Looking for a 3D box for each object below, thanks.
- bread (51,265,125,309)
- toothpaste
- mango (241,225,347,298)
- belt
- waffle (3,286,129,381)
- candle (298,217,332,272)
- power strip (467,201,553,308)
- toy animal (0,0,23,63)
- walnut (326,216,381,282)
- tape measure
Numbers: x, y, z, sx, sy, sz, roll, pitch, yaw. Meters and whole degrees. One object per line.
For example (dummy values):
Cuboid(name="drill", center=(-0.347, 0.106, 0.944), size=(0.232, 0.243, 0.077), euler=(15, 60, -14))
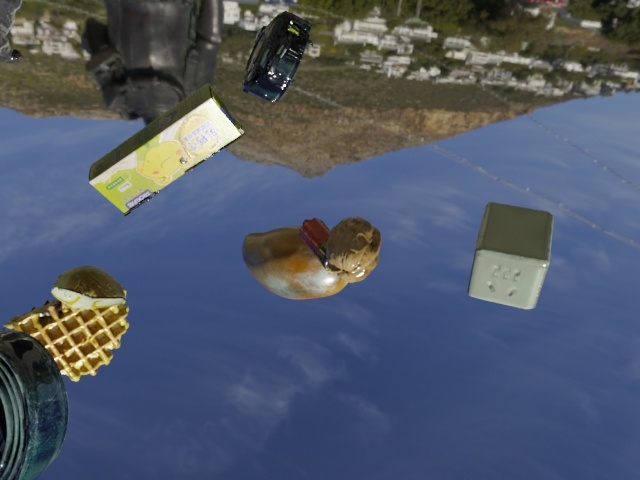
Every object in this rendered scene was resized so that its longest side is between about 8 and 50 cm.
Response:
Cuboid(name="bread", center=(-0.528, 0.103, 1.211), size=(0.083, 0.094, 0.157), euler=(-25, 163, 40))
Cuboid(name="toothpaste", center=(-0.327, -0.188, 1.129), size=(0.327, 0.110, 0.077), euler=(-32, -141, 9))
Cuboid(name="mango", center=(-0.082, 0.057, 1.506), size=(0.383, 0.221, 0.199), euler=(13, -115, 37))
Cuboid(name="belt", center=(-0.478, 0.241, 0.779), size=(0.206, 0.268, 0.116), euler=(4, -179, 10))
Cuboid(name="waffle", center=(-0.623, 0.220, 1.331), size=(0.283, 0.310, 0.065), euler=(18, 180, -34))
Cuboid(name="candle", center=(0.000, 0.000, 0.920), size=(0.052, 0.052, 0.131), euler=(-9, -144, -27))
Cuboid(name="power strip", center=(0.400, 0.011, 1.121), size=(0.139, 0.140, 0.224), euler=(11, -136, 18))
Cuboid(name="toy animal", center=(-0.555, -0.379, 0.873), size=(0.106, 0.168, 0.343), euler=(35, -98, 22))
Cuboid(name="walnut", center=(0.047, 0.011, 0.766), size=(0.082, 0.079, 0.096), euler=(-8, -137, 32))
Cuboid(name="tape measure", center=(-0.107, -0.415, 1.249), size=(0.112, 0.186, 0.199), euler=(24, 175, -21))
